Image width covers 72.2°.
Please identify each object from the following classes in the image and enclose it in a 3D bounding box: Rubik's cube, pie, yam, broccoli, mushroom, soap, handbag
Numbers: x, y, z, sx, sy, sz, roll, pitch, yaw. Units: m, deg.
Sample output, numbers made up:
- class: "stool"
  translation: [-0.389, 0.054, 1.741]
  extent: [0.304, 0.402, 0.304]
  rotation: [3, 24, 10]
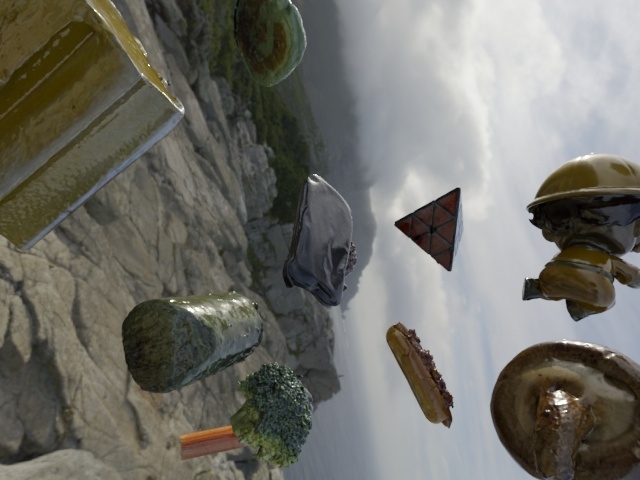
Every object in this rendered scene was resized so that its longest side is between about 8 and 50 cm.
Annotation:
- class: "Rubik's cube"
  translation: [0.323, -0.039, 1.206]
  extent: [0.178, 0.190, 0.211]
  rotation: [3, 98, -50]
- class: "pie"
  translation: [-0.126, -0.477, 1.027]
  extent: [0.240, 0.054, 0.241]
  rotation: [28, -49, 38]
- class: "yam"
  translation: [-0.271, 0.210, 0.960]
  extent: [0.300, 0.195, 0.195]
  rotation: [7, 73, -68]
- class: "broccoli"
  translation: [-0.140, 0.480, 1.211]
  extent: [0.263, 0.243, 0.247]
  rotation: [56, 26, 0]
- class: "mushroom"
  translation: [0.547, 0.372, 0.952]
  extent: [0.345, 0.345, 0.239]
  rotation: [-97, 176, -45]
- class: "soap"
  translation: [-0.346, -0.169, 0.549]
  extent: [0.259, 0.281, 0.143]
  rotation: [53, 4, 18]
- class: "handbag"
  translation: [0.000, 0.003, 1.086]
  extent: [0.191, 0.075, 0.332]
  rotation: [41, 46, -35]

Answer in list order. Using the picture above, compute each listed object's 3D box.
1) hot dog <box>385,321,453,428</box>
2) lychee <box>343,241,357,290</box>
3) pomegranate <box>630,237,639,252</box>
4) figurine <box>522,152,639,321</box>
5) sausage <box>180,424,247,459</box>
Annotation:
- class: "hot dog"
  translation: [0.229, 0.297, 0.980]
  extent: [0.249, 0.076, 0.102]
  rotation: [63, 13, 10]
- class: "lychee"
  translation: [0.013, 0.052, 1.357]
  extent: [0.238, 0.200, 0.200]
  rotation: [62, 1, 6]
- class: "pomegranate"
  translation: [0.801, -0.044, 1.075]
  extent: [0.214, 0.248, 0.214]
  rotation: [38, -29, 25]
- class: "figurine"
  translation: [0.408, -0.016, 0.663]
  extent: [0.167, 0.192, 0.257]
  rotation: [57, 49, -45]
- class: "sausage"
  translation: [-0.301, 0.602, 1.327]
  extent: [0.071, 0.234, 0.071]
  rotation: [176, -90, -73]
